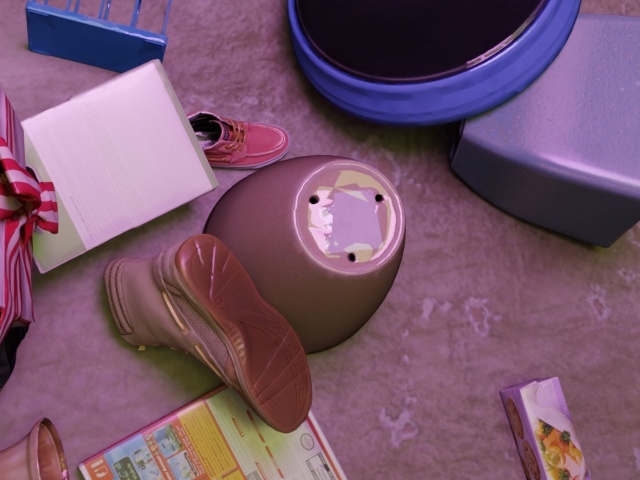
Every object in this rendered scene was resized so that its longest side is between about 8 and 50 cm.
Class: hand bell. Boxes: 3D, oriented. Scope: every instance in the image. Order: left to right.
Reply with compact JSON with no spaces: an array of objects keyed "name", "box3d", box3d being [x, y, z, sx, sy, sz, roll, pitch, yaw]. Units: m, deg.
[{"name":"hand bell","box3d":[-0.422,0.292,1.091,0.241,0.126,0.126,-13,83,-4]}]

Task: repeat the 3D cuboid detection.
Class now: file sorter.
[{"name":"file sorter","box3d":[-0.275,-0.291,1.219,0.170,0.118,0.105,13,74,-12]}]

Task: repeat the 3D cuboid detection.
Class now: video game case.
[{"name":"video game case","box3d":[-0.125,0.297,1.190,0.285,0.025,0.204,-27,87,-18]}]

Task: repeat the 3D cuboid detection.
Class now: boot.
[{"name":"boot","box3d":[-0.139,0.118,1.143,0.095,0.203,0.262,-48,114,-37]}]

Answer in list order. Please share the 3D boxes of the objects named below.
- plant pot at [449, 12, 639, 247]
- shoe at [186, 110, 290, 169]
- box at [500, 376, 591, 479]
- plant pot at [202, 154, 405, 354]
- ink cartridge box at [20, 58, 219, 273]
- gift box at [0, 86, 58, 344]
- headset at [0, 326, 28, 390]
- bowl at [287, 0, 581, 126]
[{"name":"plant pot","box3d":[0.313,-0.157,1.286,0.252,0.248,0.247,12,76,4]},{"name":"shoe","box3d":[-0.119,-0.130,1.244,0.177,0.081,0.064,-5,81,-15]},{"name":"box","box3d":[0.325,0.344,1.274,0.063,0.067,0.324,-15,84,-16]},{"name":"plant pot","box3d":[0.000,0.000,1.150,0.256,0.274,0.257,3,79,-14]},{"name":"ink cartridge box","box3d":[-0.259,-0.089,1.126,0.235,0.056,0.171,-28,102,-17]},{"name":"gift box","box3d":[-0.392,-0.007,0.926,0.258,0.255,0.277,-5,87,-10]},{"name":"headset","box3d":[-0.442,0.047,1.124,0.243,0.185,0.394,30,89,-11]},{"name":"bowl","box3d":[0.139,-0.334,1.245,0.390,0.077,0.391,-8,63,15]}]
